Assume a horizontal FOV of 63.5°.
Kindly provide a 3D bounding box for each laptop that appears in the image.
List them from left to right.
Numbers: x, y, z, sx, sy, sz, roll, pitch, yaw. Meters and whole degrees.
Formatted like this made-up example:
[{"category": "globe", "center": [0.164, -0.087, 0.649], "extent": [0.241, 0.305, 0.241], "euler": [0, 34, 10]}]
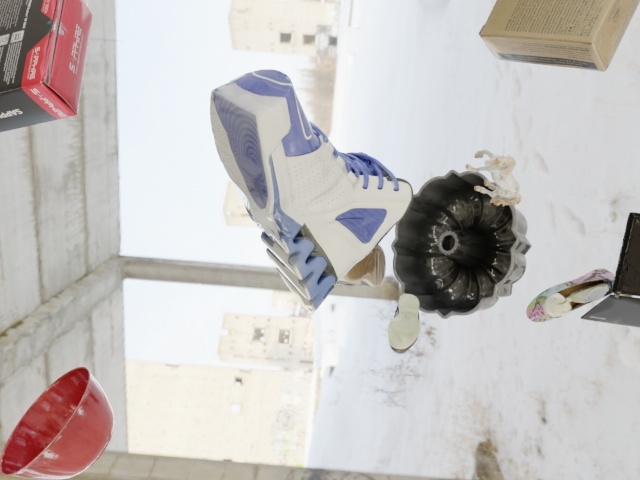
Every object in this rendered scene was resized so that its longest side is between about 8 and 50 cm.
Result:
[{"category": "laptop", "center": [0.711, 0.077, 1.079], "extent": [0.136, 0.235, 0.264], "euler": [-53, -30, -78]}]

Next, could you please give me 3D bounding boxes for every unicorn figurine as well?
[{"category": "unicorn figurine", "center": [0.310, -0.118, 0.913], "extent": [0.060, 0.162, 0.111], "euler": [-59, 34, -4]}]

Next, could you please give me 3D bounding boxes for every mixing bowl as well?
[{"category": "mixing bowl", "center": [-0.399, 0.304, 0.824], "extent": [0.098, 0.182, 0.181], "euler": [49, -154, -29]}]

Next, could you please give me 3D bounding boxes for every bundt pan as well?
[{"category": "bundt pan", "center": [0.322, 0.014, 1.159], "extent": [0.331, 0.124, 0.330], "euler": [-17, 67, 48]}]

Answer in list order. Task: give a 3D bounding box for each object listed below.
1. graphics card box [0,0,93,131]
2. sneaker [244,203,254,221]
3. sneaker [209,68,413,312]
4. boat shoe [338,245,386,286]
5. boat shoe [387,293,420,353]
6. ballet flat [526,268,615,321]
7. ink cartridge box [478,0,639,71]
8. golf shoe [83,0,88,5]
[{"category": "graphics card box", "center": [-0.589, -0.295, 0.894], "extent": [0.094, 0.372, 0.232], "euler": [60, -156, -64]}, {"category": "sneaker", "center": [-0.115, -0.071, 1.278], "extent": [0.350, 0.131, 0.148], "euler": [-113, 34, -48]}, {"category": "sneaker", "center": [0.005, -0.071, 0.606], "extent": [0.127, 0.182, 0.315], "euler": [41, 158, 39]}, {"category": "boat shoe", "center": [0.074, 0.056, 1.188], "extent": [0.285, 0.093, 0.102], "euler": [5, -95, -64]}, {"category": "boat shoe", "center": [0.132, 0.138, 0.820], "extent": [0.137, 0.049, 0.043], "euler": [-61, -17, -59]}, {"category": "ballet flat", "center": [0.602, 0.136, 1.233], "extent": [0.076, 0.222, 0.079], "euler": [62, -172, -8]}, {"category": "ink cartridge box", "center": [0.398, -0.400, 0.819], "extent": [0.088, 0.193, 0.234], "euler": [23, -86, -46]}, {"category": "golf shoe", "center": [-0.553, -0.492, 1.113], "extent": [0.086, 0.067, 0.186], "euler": [-14, 46, 47]}]
